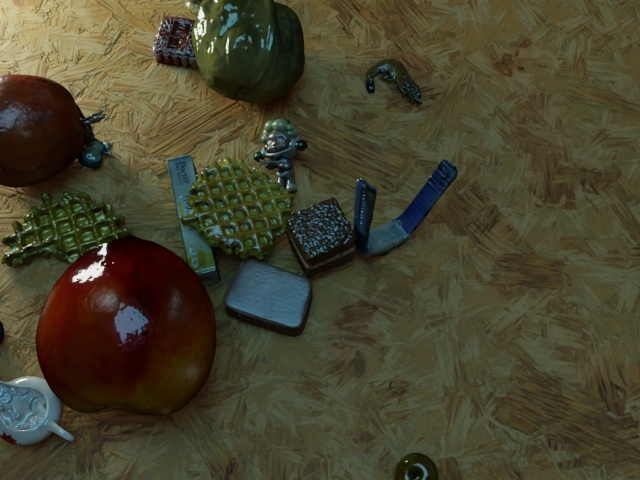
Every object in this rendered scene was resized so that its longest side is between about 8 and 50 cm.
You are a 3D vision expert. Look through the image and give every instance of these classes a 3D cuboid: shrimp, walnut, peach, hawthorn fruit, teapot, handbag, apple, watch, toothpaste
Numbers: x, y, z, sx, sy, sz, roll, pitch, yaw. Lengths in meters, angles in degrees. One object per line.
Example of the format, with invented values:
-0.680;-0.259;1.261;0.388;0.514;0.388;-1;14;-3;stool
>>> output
0.188;-0.409;2.035;0.124;0.034;0.178;-25;68;-9;shrimp
-0.179;-0.487;1.937;0.282;0.253;0.277;-3;69;-4;walnut
-0.392;0.175;1.591;0.388;0.388;0.388;1;66;-1;peach
-0.665;-0.269;1.828;0.307;0.276;0.276;-7;67;-10;hawthorn fruit
-0.615;0.368;1.640;0.226;0.092;0.145;26;71;8;teapot
-0.116;0.126;1.773;0.193;0.072;0.151;16;67;7;handbag
0.202;0.493;1.618;0.089;0.074;0.089;0;67;1;apple
0.145;-0.056;1.726;0.276;0.274;0.068;-14;63;-37;watch
-0.301;-0.051;1.835;0.071;0.089;0.313;-14;68;-3;toothpaste

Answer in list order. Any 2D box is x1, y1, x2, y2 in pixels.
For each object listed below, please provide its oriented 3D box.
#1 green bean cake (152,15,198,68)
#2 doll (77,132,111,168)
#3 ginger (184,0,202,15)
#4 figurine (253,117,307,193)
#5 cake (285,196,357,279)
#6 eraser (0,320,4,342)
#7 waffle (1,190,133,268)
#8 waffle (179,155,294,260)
-0.373;-0.532;2.060;0.135;0.056;0.135;9;68;2;green bean cake
-0.563;-0.217;1.920;0.076;0.050;0.083;27;66;-6;doll
-0.284;-0.677;2.124;0.214;0.059;0.133;0;71;0;ginger
-0.097;-0.210;1.906;0.147;0.093;0.197;-12;65;21;figurine
0.000;0.000;1.788;0.135;0.147;0.134;-23;70;-12;cake
-0.860;0.135;1.731;0.332;0.101;0.155;42;70;14;eraser
-0.588;0.002;1.814;0.293;0.069;0.260;27;69;8;waffle
-0.190;-0.078;1.806;0.254;0.052;0.245;31;59;-3;waffle
